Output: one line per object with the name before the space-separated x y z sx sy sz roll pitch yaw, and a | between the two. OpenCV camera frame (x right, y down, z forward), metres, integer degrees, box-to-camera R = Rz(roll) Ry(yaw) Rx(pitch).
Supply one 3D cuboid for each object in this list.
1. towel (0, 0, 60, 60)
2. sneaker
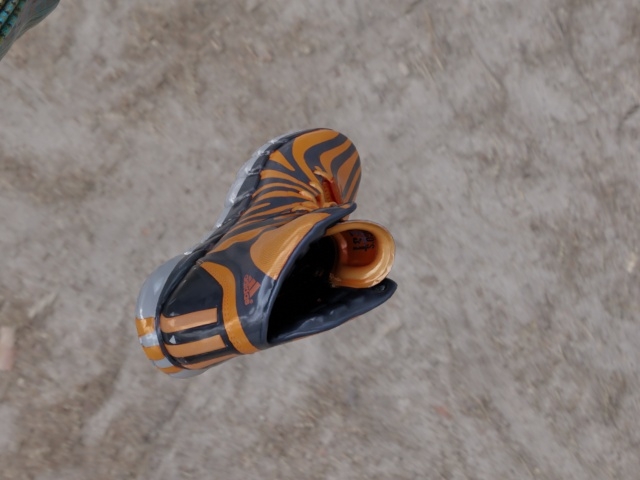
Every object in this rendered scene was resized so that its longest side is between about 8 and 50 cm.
towel | -0.254 -0.085 0.911 0.040 0.271 0.370 34 67 -13
sneaker | 0.000 0.000 1.127 0.180 0.125 0.321 -12 29 36
